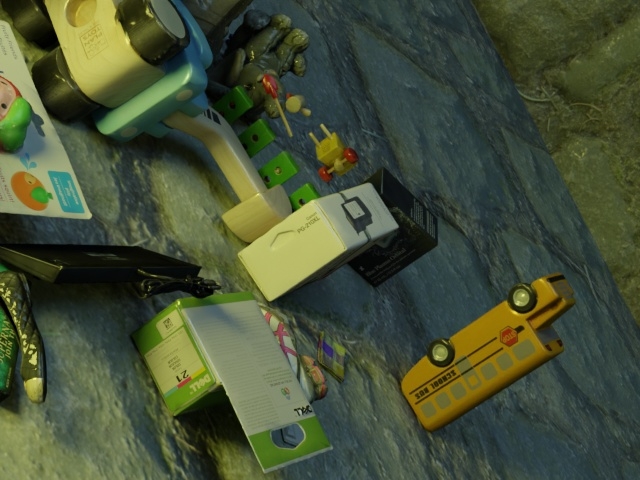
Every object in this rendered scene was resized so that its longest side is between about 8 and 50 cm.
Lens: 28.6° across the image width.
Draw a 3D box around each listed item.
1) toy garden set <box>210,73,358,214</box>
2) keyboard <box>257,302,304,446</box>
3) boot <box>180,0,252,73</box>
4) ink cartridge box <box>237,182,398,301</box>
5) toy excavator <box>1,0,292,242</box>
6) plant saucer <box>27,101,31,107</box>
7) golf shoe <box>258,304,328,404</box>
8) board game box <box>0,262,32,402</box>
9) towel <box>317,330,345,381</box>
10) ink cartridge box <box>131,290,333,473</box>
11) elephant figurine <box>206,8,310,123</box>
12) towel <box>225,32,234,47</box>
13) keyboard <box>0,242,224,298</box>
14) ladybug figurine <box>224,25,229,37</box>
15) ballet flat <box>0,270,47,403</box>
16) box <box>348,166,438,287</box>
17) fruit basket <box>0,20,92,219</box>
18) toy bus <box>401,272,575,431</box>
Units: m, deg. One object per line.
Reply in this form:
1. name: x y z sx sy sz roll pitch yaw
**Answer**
1. toy garden set: -0.067 -0.162 2.127 0.244 0.204 0.049 55 24 1
2. keyboard: -0.052 0.206 1.913 0.072 0.014 0.256 35 31 -44
3. boot: -0.227 -0.450 2.123 0.223 0.118 0.338 34 76 -41
4. ink cartridge box: 0.000 0.000 2.071 0.100 0.172 0.237 57 25 6
5. toy excavator: -0.230 -0.233 1.967 0.445 0.222 0.433 23 39 -61
6. plant saucer: -0.480 -0.223 1.693 0.198 0.036 0.198 40 29 -28
7. golf shoe: -0.071 0.171 1.855 0.086 0.067 0.186 -23 60 -33
8. board game box: -0.401 0.085 1.446 0.126 0.026 0.186 38 29 -31
9. towel: 0.020 0.190 2.055 0.060 0.009 0.083 42 28 -22
10. ink cartridge box: -0.117 0.204 1.703 0.189 0.097 0.255 -3 61 -61
11. elephant figurine: -0.123 -0.290 2.273 0.169 0.186 0.239 18 59 3
12. towel: -0.134 -0.367 2.478 0.119 0.029 0.067 13 47 -55
13. keyboard: -0.254 0.042 1.616 0.201 0.033 0.317 17 7 26
14. ladybug figurine: -0.285 -0.570 2.321 0.449 0.162 0.305 56 25 4
15. ballet flat: -0.345 0.113 1.436 0.049 0.057 0.173 -11 60 -20
16. box: 0.108 -0.023 2.306 0.158 0.156 0.093 42 29 -23
17. fruit basket: -0.451 -0.175 1.502 0.353 0.165 0.327 0 57 -50
18. toy bus: 0.295 0.188 2.149 0.130 0.333 0.108 59 26 14
